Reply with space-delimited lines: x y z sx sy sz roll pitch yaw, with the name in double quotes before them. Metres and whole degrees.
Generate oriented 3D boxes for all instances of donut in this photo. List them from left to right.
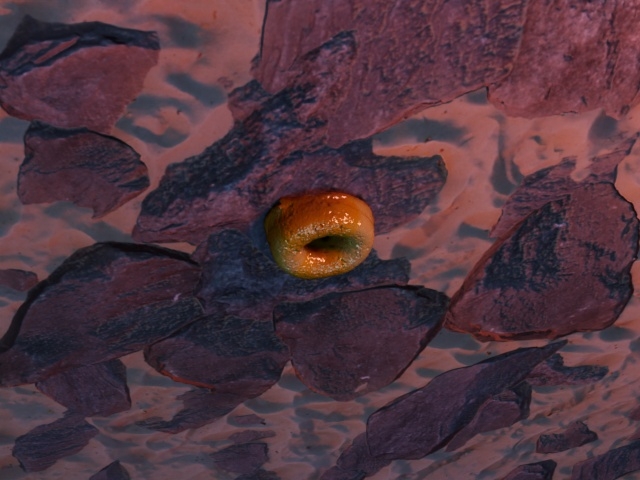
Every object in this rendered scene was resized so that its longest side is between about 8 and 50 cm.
"donut" 0.000 0.000 1.240 0.190 0.075 0.174 -2 137 -5
